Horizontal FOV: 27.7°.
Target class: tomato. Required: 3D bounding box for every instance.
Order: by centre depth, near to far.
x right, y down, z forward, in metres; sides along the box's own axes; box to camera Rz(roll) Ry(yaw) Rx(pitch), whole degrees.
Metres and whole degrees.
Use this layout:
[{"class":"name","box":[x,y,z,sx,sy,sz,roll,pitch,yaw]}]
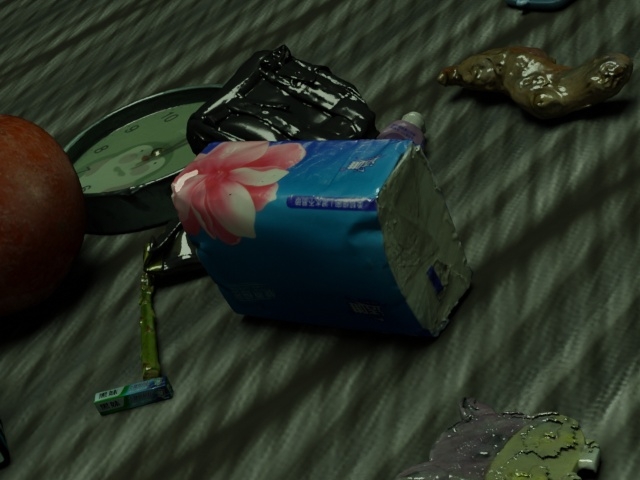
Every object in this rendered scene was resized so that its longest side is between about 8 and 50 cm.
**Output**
[{"class":"tomato","box":[-0.417,-0.023,1.623,0.265,0.265,0.265,-15,30,9]}]

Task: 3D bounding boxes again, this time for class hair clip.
[{"class":"hair clip","box":[0.153,0.197,1.098,0.146,0.056,0.187,8,36,29]}]

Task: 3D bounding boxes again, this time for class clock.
[{"class":"clock","box":[-0.231,-0.124,1.853,0.319,0.066,0.319,-15,29,8]}]

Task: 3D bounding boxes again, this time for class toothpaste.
[{"class":"toothpaste","box":[-0.201,0.167,1.394,0.083,0.020,0.017,-15,34,9]},{"class":"toothpaste","box":[0.076,-0.068,1.592,0.075,0.048,0.301,6,39,20]}]

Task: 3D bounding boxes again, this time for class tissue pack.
[{"class":"tissue pack","box":[0.000,0.000,1.372,0.270,0.209,0.137,4,46,34]}]

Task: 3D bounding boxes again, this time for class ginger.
[{"class":"ginger","box":[0.279,-0.208,1.686,0.122,0.084,0.290,-13,18,-35]}]

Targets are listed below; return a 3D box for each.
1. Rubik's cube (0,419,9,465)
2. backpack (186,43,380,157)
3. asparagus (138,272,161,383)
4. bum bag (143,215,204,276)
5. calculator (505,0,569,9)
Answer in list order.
[{"class":"Rubik's cube","box":[-0.463,0.166,1.389,0.187,0.184,0.182,-25,30,-11]},{"class":"backpack","box":[-0.041,-0.145,1.635,0.258,0.133,0.206,24,57,36]},{"class":"asparagus","box":[-0.200,0.094,1.512,0.025,0.024,0.248,-13,28,-1]},{"class":"bum bag","box":[-0.105,-0.011,1.591,0.232,0.060,0.106,-10,39,9]},{"class":"calculator","box":[0.371,-0.408,1.985,0.210,0.039,0.121,-37,32,-26]}]
